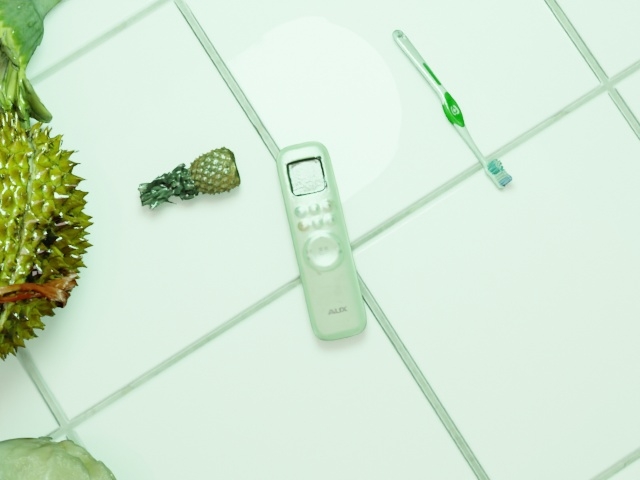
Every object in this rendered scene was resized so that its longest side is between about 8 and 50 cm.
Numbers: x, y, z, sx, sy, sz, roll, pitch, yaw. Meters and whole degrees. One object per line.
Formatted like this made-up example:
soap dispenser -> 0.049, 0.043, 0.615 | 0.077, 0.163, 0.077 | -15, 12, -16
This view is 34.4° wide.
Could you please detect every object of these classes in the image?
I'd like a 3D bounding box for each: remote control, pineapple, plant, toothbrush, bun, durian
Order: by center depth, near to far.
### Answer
bun -> -0.412, 0.384, 1.472 | 0.281, 0.281, 0.205 | -21, 59, -1
durian -> -0.505, 0.002, 1.478 | 0.347, 0.348, 0.385 | 6, 64, 2
plant -> -0.514, -0.332, 1.594 | 0.261, 0.306, 0.297 | -4, 41, 21
remote control -> 0.001, 0.000, 1.595 | 0.090, 0.038, 0.310 | -12, 83, 0
pineapple -> -0.204, -0.091, 1.595 | 0.159, 0.074, 0.074 | -18, 84, 2
toothbrush -> 0.202, -0.208, 1.621 | 0.030, 0.030, 0.304 | -35, 82, -3
